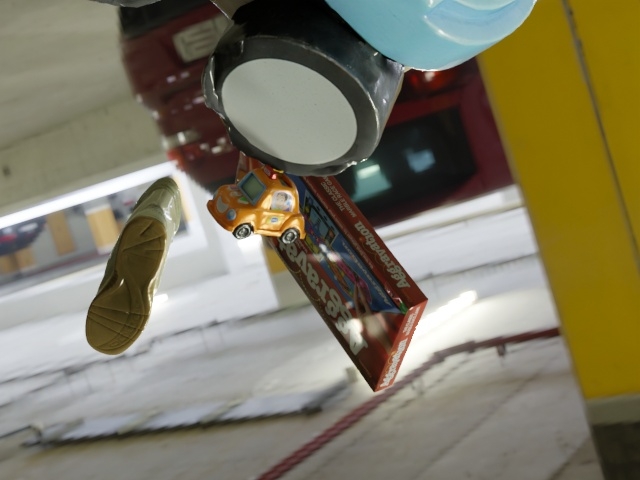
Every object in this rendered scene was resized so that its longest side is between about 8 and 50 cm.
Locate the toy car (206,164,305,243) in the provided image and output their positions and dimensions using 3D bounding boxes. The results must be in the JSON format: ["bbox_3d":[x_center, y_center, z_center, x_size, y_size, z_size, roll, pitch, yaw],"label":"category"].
[{"bbox_3d":[-0.039,-0.041,0.682,0.060,0.040,0.122,14,-155,-17],"label":"toy car"}]

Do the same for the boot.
[{"bbox_3d":[-0.242,0.032,1.482,0.077,0.213,0.165,20,-156,-7],"label":"boot"}]

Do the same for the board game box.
[{"bbox_3d":[0.000,0.000,1.096,0.027,0.281,0.145,-22,149,-25],"label":"board game box"}]

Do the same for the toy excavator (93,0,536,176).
[{"bbox_3d":[0.018,-0.294,0.509,0.445,0.433,0.222,-27,-150,45],"label":"toy excavator"}]
